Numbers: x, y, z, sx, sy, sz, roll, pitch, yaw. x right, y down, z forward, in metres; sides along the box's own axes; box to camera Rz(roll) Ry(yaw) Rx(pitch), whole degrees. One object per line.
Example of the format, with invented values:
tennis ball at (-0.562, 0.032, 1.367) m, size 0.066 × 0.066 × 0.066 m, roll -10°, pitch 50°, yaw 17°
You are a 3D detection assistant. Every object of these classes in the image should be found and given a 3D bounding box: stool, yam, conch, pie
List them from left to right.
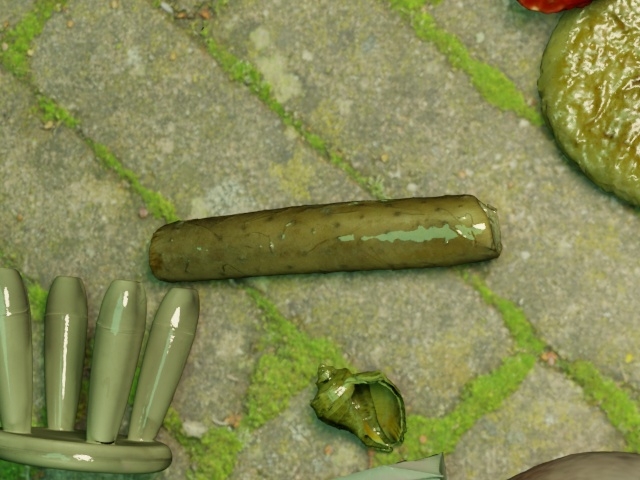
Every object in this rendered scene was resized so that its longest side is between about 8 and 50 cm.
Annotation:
stool at (-0.242, 0.134, 1.689) m, size 0.195 × 0.195 × 0.199 m, roll 6°, pitch 89°, yaw 20°
yam at (0.000, 0.000, 1.668) m, size 0.371 × 0.083 × 0.083 m, roll -5°, pitch 87°, yaw 18°
conch at (0.042, 0.166, 1.650) m, size 0.121 × 0.074 × 0.089 m, roll 47°, pitch 139°, yaw -6°
pie at (0.349, -0.153, 1.557) m, size 0.277 × 0.078 × 0.277 m, roll 0°, pitch 89°, yaw 25°

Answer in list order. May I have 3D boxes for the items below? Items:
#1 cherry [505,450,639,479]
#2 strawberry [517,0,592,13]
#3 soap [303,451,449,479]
cherry at (0.257, 0.332, 1.452) m, size 0.326 × 0.335 × 0.291 m, roll -6°, pitch 70°, yaw -11°
strawberry at (0.303, -0.342, 1.486) m, size 0.149 × 0.265 × 0.336 m, roll 33°, pitch 104°, yaw 2°
soap at (0.035, 0.300, 1.644) m, size 0.230 × 0.091 × 0.145 m, roll -12°, pitch 88°, yaw 18°
